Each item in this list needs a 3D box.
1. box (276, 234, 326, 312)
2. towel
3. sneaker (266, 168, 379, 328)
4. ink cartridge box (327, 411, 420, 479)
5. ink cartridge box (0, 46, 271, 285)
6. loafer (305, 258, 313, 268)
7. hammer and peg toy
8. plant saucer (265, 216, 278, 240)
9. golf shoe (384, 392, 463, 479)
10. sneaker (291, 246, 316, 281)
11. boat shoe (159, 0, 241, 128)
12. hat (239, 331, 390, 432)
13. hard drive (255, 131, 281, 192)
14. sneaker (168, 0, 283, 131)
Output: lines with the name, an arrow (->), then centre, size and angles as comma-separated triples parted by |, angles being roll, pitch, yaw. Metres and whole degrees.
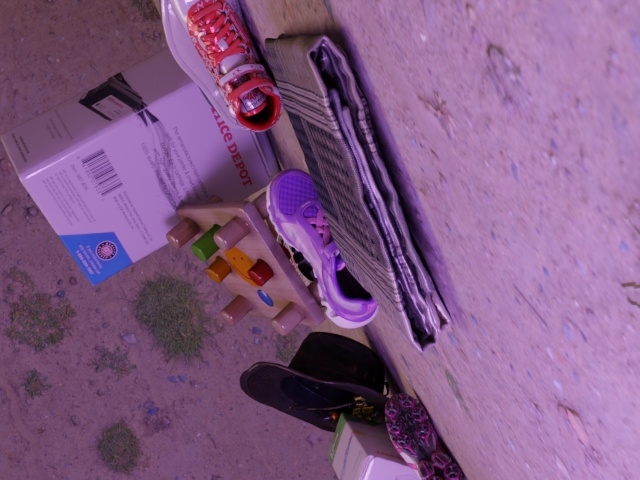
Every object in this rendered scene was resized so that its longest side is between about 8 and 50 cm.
box -> -0.042, 0.064, 1.865 | 0.207, 0.036, 0.114 | 60, 146, 36
towel -> 0.033, -0.068, 0.885 | 0.324, 0.056, 0.312 | -127, 16, -72
sneaker -> 0.014, 0.004, 1.133 | 0.236, 0.095, 0.104 | 59, 167, 1
ink cartridge box -> 0.112, 0.375, 1.416 | 0.212, 0.154, 0.093 | -153, 82, -78
ink cartridge box -> -0.324, -0.147, 1.570 | 0.166, 0.395, 0.285 | 49, 165, 44
loafer -> 0.000, 0.000, 1.250 | 0.223, 0.076, 0.078 | 63, 168, -26
hammer and peg toy -> -0.094, 0.047, 1.461 | 0.361, 0.127, 0.266 | 2, 129, 55
plant saucer -> -0.059, 0.051, 2.122 | 0.310, 0.050, 0.310 | 63, 173, 14
golf shoe -> 0.153, 0.319, 1.298 | 0.186, 0.067, 0.086 | 60, 174, 34
sneaker -> -0.020, -0.004, 1.577 | 0.071, 0.068, 0.170 | 39, -150, -67
boat shoe -> -0.178, -0.309, 1.340 | 0.099, 0.116, 0.319 | 55, 175, 38
hat -> 0.028, 0.249, 1.566 | 0.331, 0.331, 0.134 | 75, -151, -60
hard drive -> -0.145, -0.227, 1.749 | 0.203, 0.040, 0.307 | 59, 172, 42
sneaker -> -0.127, -0.269, 1.195 | 0.145, 0.090, 0.270 | 58, 175, 38
